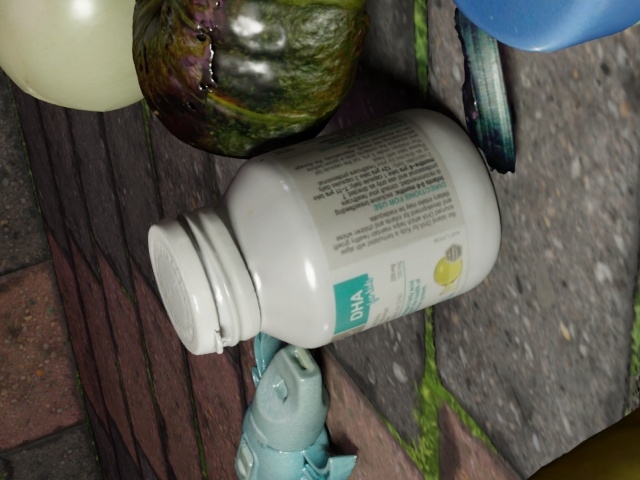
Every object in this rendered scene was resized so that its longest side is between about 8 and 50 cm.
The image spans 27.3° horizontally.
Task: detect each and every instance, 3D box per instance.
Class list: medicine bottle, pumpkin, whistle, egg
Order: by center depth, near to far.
[{"bbox_3d":[0.000,0.000,0.889,0.135,0.215,0.135,54,155,40],"label":"medicine bottle"},{"bbox_3d":[-0.054,-0.171,0.926,0.238,0.159,0.238,-173,90,-79],"label":"pumpkin"},{"bbox_3d":[-0.230,-0.237,1.311,0.269,0.219,0.219,-135,28,-82],"label":"egg"},{"bbox_3d":[-0.037,0.194,1.385,0.186,0.093,0.274,61,156,28],"label":"whistle"}]

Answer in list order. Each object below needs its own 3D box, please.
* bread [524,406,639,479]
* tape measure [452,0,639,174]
[{"bbox_3d":[0.153,0.148,0.382,0.233,0.361,0.245,64,157,20],"label":"bread"},{"bbox_3d":[0.109,-0.139,0.646,0.215,0.097,0.351,48,152,52],"label":"tape measure"}]
